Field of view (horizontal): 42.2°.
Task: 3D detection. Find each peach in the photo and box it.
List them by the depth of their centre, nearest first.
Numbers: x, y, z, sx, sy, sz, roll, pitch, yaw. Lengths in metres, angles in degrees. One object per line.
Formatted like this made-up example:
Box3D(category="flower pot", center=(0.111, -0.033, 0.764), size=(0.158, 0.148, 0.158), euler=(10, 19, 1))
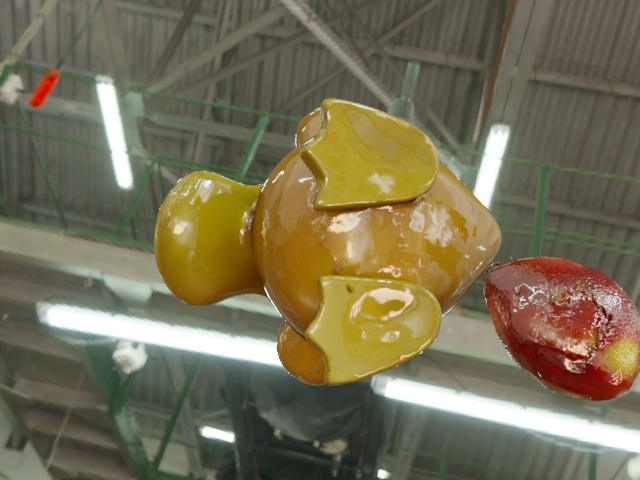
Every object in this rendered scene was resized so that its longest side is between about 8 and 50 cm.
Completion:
Box3D(category="peach", center=(0.348, 0.115, 1.226), size=(0.279, 0.189, 0.068), euler=(34, 2, 25))

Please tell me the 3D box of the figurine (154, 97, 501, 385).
Box3D(category="figurine", center=(0.009, 0.000, 0.580), size=(0.228, 0.215, 0.215), euler=(2, -36, 47))
